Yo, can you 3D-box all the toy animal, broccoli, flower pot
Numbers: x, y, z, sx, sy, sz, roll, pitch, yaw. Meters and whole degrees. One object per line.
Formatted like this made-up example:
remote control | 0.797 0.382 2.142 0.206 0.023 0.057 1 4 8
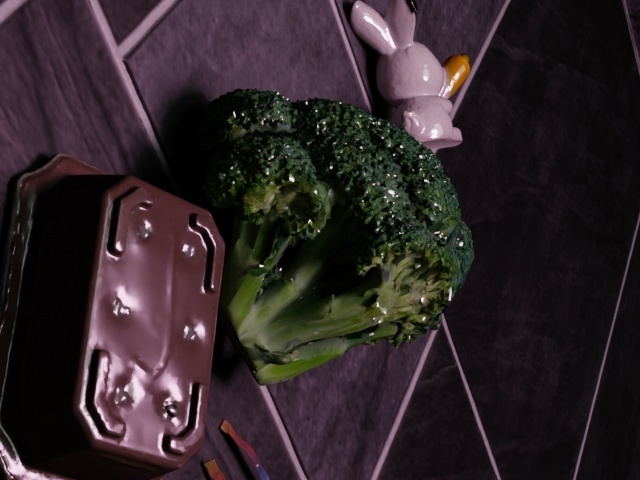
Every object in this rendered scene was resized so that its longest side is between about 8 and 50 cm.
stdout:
toy animal | 0.110 -0.195 1.549 0.127 0.131 0.181 60 18 -79
broccoli | 0.000 0.000 1.201 0.245 0.265 0.294 -43 123 -16
flower pot | -0.141 0.061 0.979 0.179 0.084 0.250 26 60 -45

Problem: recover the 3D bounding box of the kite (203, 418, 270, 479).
kite | -0.037 0.337 1.246 0.204 0.022 0.360 -66 142 -46
